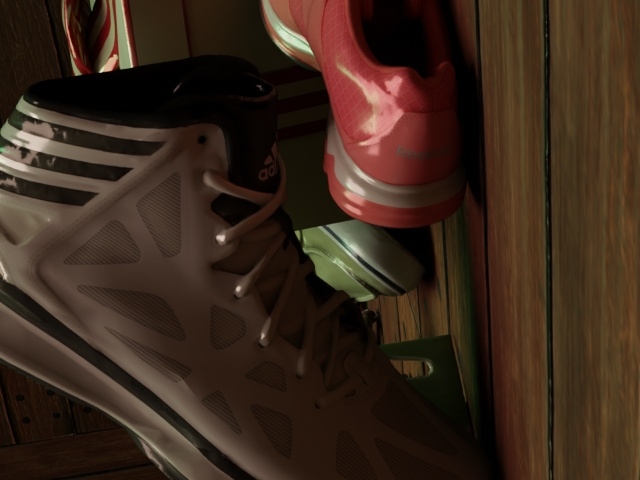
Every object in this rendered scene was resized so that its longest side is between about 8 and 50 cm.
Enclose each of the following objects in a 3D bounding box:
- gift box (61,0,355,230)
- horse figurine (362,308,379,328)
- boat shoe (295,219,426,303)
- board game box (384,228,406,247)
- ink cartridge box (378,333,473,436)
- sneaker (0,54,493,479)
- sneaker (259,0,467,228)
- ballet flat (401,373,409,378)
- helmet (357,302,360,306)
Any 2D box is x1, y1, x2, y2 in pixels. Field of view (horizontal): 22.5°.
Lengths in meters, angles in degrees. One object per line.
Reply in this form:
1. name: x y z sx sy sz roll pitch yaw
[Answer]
1. gift box: -0.071 -0.135 1.325 0.276 0.258 0.255 -144 44 -74
2. horse figurine: 0.025 0.180 2.077 0.174 0.066 0.263 -60 -16 -8
3. boat shoe: 0.010 0.020 1.473 0.109 0.094 0.302 40 175 -14
4. board game box: 0.059 -0.055 1.544 0.186 0.026 0.126 86 174 -57
5. ink cartridge box: 0.070 0.189 1.276 0.062 0.109 0.209 91 170 -68
6. sneaker: -0.042 0.037 1.123 0.257 0.448 0.169 -61 2 32
7. sneaker: 0.039 -0.158 1.104 0.136 0.116 0.313 99 158 -46
8. ballet flat: 0.082 0.220 1.618 0.250 0.058 0.084 -104 5 -57
9. helmet: -0.024 0.066 2.210 0.161 0.169 0.169 -89 -10 -78
